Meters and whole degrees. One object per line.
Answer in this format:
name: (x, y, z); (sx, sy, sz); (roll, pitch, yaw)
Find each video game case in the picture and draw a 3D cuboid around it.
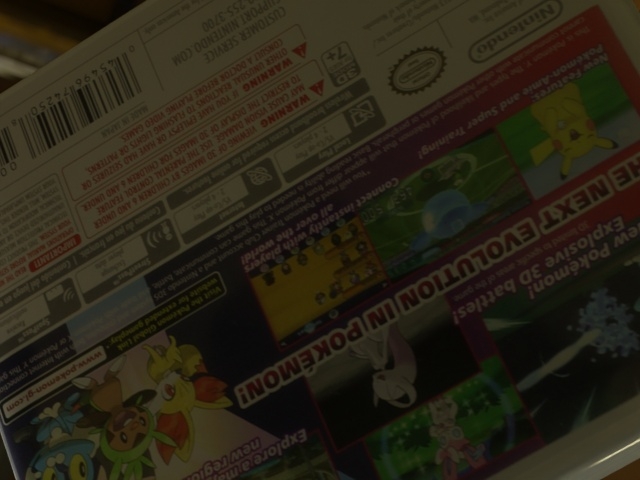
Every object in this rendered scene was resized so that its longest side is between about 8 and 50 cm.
video game case: (0.000, 0.000, 0.474); (0.023, 0.201, 0.183); (41, -158, -59)
